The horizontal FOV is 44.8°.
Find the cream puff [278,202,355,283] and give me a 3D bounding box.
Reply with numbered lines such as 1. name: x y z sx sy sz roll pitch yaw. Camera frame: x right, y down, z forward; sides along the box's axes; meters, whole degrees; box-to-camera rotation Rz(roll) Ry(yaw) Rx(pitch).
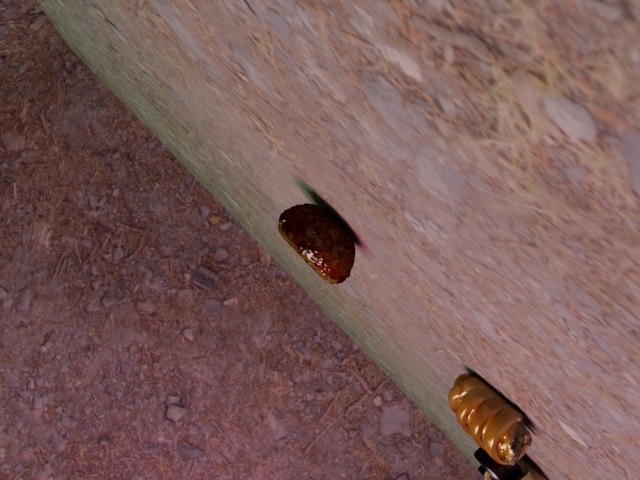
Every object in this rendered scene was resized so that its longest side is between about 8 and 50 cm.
1. cream puff: 0.000 0.000 1.246 0.149 0.084 0.149 48 177 4

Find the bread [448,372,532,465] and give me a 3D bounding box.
1. bread: 0.284 0.302 1.309 0.177 0.084 0.119 44 173 47

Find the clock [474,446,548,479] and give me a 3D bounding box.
1. clock: 0.456 0.568 1.707 0.276 0.120 0.379 46 178 23

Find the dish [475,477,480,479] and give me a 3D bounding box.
1. dish: 0.396 0.649 1.729 0.228 0.086 0.236 50 180 14
